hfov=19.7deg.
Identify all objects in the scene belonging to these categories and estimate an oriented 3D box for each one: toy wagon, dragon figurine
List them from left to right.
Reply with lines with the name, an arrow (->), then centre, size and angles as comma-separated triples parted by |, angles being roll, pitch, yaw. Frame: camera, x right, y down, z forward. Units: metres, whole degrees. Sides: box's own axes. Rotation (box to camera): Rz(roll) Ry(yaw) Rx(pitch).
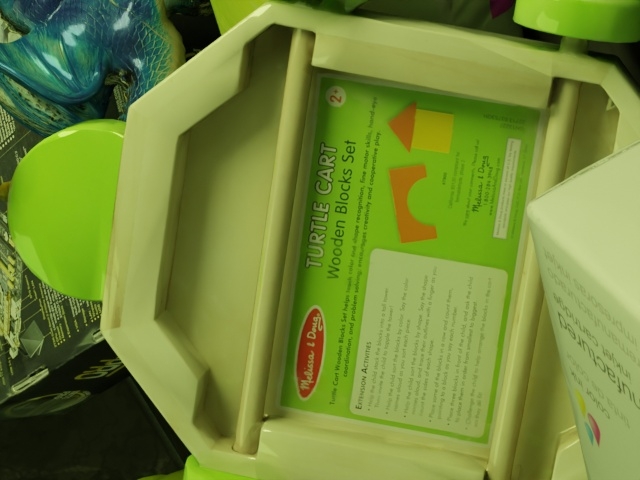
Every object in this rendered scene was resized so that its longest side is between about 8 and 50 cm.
dragon figurine -> -0.159, -0.115, 1.107 | 0.289, 0.144, 0.085 | 26, 166, 8
toy wagon -> 0.000, 0.000, 0.839 | 0.068, 0.344, 0.267 | -46, -34, -74

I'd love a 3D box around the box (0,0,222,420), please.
box -> -0.182, -0.103, 1.300 | 0.318, 0.097, 0.394 | -32, 68, 45

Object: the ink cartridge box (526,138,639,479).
ink cartridge box -> 0.208, 0.121, 0.701 | 0.226, 0.131, 0.306 | 48, 161, 48

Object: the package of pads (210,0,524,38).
package of pads -> 0.022, -0.107, 1.014 | 0.229, 0.101, 0.296 | 48, 161, 45

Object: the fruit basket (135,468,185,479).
fruit basket -> -0.069, 0.325, 1.663 | 0.283, 0.392, 0.392 | 61, 167, 3
